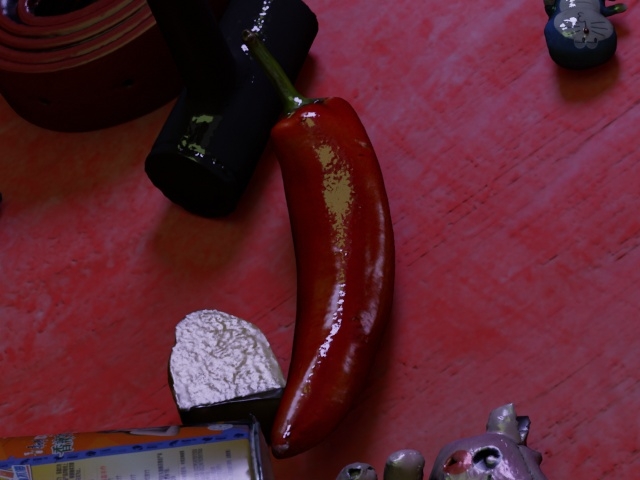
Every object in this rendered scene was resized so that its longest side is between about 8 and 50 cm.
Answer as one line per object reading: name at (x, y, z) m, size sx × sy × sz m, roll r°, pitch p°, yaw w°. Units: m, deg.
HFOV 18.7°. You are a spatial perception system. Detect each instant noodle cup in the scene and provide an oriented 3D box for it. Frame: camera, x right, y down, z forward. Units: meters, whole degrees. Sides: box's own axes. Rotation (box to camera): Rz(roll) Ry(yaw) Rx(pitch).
instant noodle cup at (-0.127, 0.255, 1.394) m, size 0.214 × 0.296 × 0.296 m, roll -11°, pitch 59°, yaw -1°

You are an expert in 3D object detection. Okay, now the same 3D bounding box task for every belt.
belt at (-0.174, -0.247, 1.772) m, size 0.324 × 0.115 × 0.227 m, roll -43°, pitch 61°, yaw -7°

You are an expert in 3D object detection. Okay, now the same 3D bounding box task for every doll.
doll at (0.100, 0.214, 1.444) m, size 0.192 × 0.095 × 0.149 m, roll -19°, pitch 64°, yaw 3°
doll at (0.223, -0.183, 1.654) m, size 0.076 × 0.050 × 0.083 m, roll 2°, pitch 60°, yaw -3°

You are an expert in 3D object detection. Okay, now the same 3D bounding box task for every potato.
potato at (-0.078, 0.112, 1.571) m, size 0.096 × 0.066 × 0.103 m, roll -2°, pitch 48°, yaw -13°

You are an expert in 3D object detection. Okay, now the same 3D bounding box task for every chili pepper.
chili pepper at (0.005, 0.006, 1.563) m, size 0.092 × 0.137 × 0.368 m, roll -25°, pitch 59°, yaw 31°

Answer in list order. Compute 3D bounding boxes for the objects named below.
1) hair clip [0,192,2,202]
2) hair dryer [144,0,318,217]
hair clip at (-0.408, -0.040, 1.747) m, size 0.278 × 0.090 × 0.137 m, roll 10°, pitch 65°, yaw 27°
hair dryer at (-0.093, -0.163, 1.619) m, size 0.089 × 0.251 × 0.197 m, roll 16°, pitch 66°, yaw 24°
